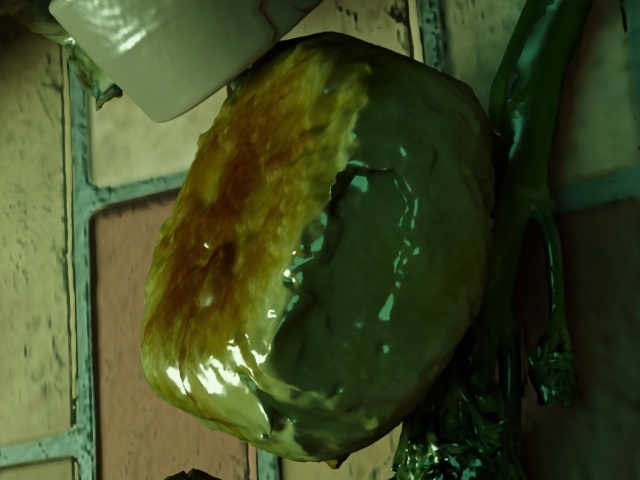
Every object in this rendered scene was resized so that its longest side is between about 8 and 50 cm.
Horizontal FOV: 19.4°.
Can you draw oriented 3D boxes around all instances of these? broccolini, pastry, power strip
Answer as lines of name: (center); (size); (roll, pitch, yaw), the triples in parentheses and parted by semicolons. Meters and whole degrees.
broccolini: (0.107, -0.038, 0.789); (0.392, 0.074, 0.079); (-71, 17, -4)
pastry: (0.000, 0.000, 0.784); (0.192, 0.093, 0.182); (8, 77, 67)
power strip: (-0.045, -0.129, 0.837); (0.154, 0.154, 0.078); (-40, 104, 16)

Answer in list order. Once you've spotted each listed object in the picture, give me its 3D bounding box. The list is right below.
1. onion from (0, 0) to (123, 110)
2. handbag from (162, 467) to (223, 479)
onion: (-0.272, -0.192, 0.946); (0.256, 0.272, 0.230); (-16, 57, 30)
handbag: (-0.007, 0.229, 0.739); (0.235, 0.127, 0.213); (24, 97, 34)
